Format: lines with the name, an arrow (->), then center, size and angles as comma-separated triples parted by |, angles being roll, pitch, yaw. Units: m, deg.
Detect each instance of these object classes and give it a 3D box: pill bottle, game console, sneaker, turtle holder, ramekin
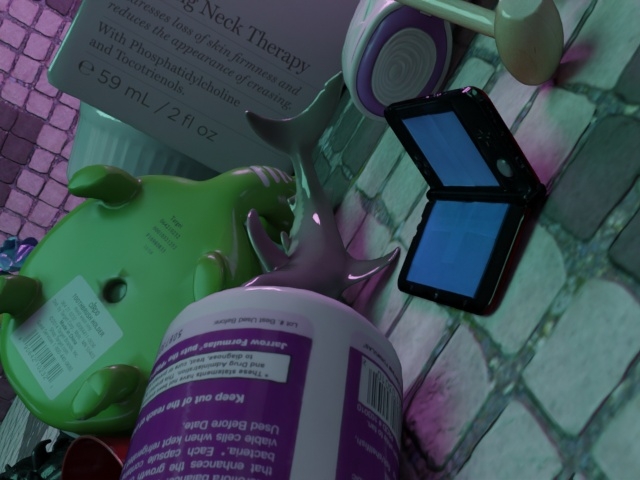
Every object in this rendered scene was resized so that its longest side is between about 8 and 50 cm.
pill bottle -> -0.041, 0.187, 0.468 | 0.169, 0.169, 0.302 | -46, 24, 40
game console -> 0.079, -0.029, 0.580 | 0.085, 0.124, 0.144 | -39, 15, -13
sneaker -> 0.102, -0.266, 0.781 | 0.305, 0.114, 0.152 | -58, 21, 14
turtle holder -> -0.152, 0.052, 0.827 | 0.320, 0.243, 0.227 | -69, -25, -20
ramekin -> -0.260, -0.116, 1.308 | 0.277, 0.277, 0.135 | -134, 64, -70

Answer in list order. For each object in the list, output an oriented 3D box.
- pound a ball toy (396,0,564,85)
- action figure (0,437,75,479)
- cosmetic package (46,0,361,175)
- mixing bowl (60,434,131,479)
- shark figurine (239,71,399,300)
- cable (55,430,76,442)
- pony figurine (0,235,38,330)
pound a ball toy -> 0.080, -0.282, 0.606 | 0.208, 0.319, 0.136 | -53, -22, -10
action figure -> -0.242, 0.263, 0.859 | 0.164, 0.141, 0.275 | -20, -3, 11
cosmetic package -> -0.123, -0.333, 1.129 | 0.394, 0.329, 0.327 | -59, 19, 12
mixing bowl -> -0.139, 0.243, 0.710 | 0.181, 0.098, 0.182 | 12, 106, 47
shark figurine -> 0.009, -0.005, 0.716 | 0.116, 0.166, 0.278 | -15, 41, 20
cable -> -0.437, 0.310, 1.553 | 0.184, 0.047, 0.151 | -57, 15, 25
pony figurine -> -0.383, 0.111, 1.174 | 0.351, 0.363, 0.303 | 46, -123, -71
